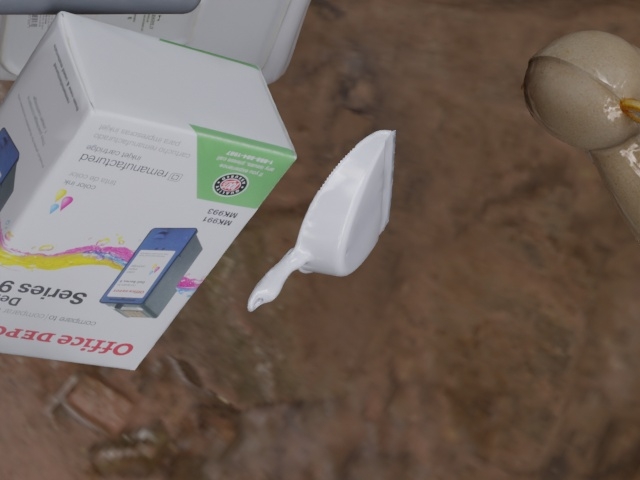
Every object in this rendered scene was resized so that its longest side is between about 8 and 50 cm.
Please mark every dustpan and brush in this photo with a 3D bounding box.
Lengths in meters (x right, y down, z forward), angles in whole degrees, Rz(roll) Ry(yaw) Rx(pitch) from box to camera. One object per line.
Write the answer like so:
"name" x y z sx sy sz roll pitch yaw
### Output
"dustpan and brush" 0.000 0.000 1.799 0.147 0.060 0.211 92 23 -49

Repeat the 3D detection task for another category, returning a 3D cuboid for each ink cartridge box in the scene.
"ink cartridge box" -0.140 -0.023 1.198 0.154 0.093 0.212 12 131 -38

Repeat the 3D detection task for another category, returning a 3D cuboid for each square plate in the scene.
"square plate" -0.168 -0.227 1.808 0.344 0.347 0.049 0 67 -13

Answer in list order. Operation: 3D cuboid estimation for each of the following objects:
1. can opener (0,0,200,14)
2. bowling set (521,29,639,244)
"can opener" -0.182 -0.154 1.117 0.280 0.093 0.074 -8 145 -37
"bowling set" 0.197 -0.058 0.562 0.200 0.287 0.154 -49 118 -9
